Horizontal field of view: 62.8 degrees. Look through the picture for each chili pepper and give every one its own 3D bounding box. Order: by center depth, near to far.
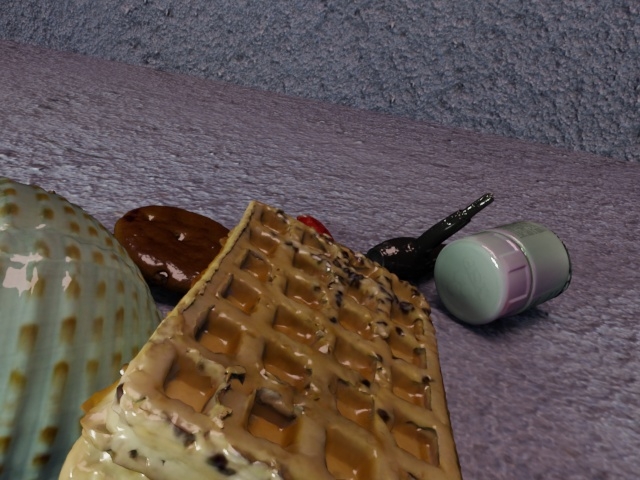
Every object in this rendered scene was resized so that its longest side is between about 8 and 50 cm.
[{"bbox_3d":[0.000,0.000,0.884,0.059,0.051,0.268,-14,28,-11],"label":"chili pepper"}]

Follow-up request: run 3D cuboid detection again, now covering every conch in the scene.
[{"bbox_3d":[-0.271,0.068,0.463,0.319,0.215,0.303,0,36,-17],"label":"conch"}]

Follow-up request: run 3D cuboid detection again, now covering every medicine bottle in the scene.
[{"bbox_3d":[0.267,0.045,0.772,0.168,0.135,0.135,-11,31,-38],"label":"medicine bottle"}]

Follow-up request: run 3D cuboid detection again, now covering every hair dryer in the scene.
[{"bbox_3d":[0.195,-0.008,0.797,0.195,0.219,0.075,-4,64,-34],"label":"hair dryer"}]

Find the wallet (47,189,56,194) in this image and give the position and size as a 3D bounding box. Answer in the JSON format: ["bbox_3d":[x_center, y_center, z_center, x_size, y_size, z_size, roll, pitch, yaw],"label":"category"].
[{"bbox_3d":[-0.422,0.005,0.676,0.195,0.042,0.161,-26,35,-20],"label":"wallet"}]

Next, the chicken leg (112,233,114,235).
[{"bbox_3d":[-0.314,0.010,0.757,0.219,0.048,0.089,6,27,-5],"label":"chicken leg"}]

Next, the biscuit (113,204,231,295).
[{"bbox_3d":[-0.192,0.008,0.760,0.212,0.036,0.212,22,24,-11],"label":"biscuit"}]

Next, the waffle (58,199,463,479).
[{"bbox_3d":[-0.018,0.109,0.469,0.261,0.114,0.376,28,22,-6],"label":"waffle"}]
